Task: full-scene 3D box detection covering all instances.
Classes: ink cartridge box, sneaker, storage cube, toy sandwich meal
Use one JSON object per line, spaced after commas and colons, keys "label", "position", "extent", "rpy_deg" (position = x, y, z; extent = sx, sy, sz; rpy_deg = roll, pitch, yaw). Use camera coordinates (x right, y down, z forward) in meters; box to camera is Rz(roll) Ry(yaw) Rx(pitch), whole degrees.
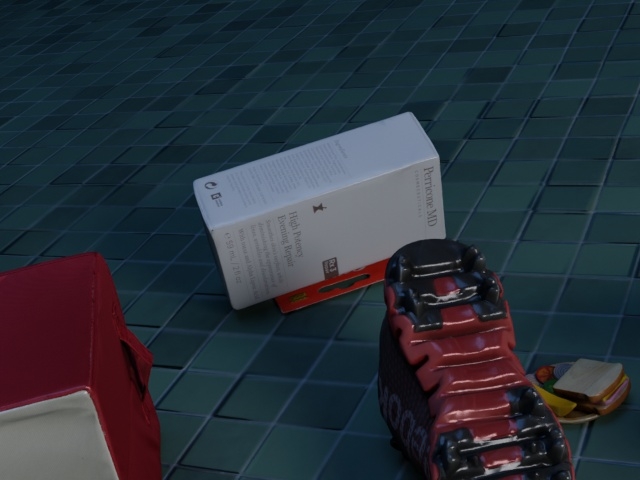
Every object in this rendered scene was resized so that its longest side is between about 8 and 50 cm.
{"label": "ink cartridge box", "position": [0.000, 0.000, 1.126], "extent": [0.145, 0.045, 0.179], "rpy_deg": [-18, 25, -9]}
{"label": "sneaker", "position": [0.104, 0.135, 0.769], "extent": [0.097, 0.135, 0.276], "rpy_deg": [-5, 49, -11]}
{"label": "storage cube", "position": [-0.226, 0.147, 0.787], "extent": [0.215, 0.184, 0.193], "rpy_deg": [-14, 28, -3]}
{"label": "toy sandwich meal", "position": [0.196, 0.112, 0.840], "extent": [0.085, 0.029, 0.085], "rpy_deg": [-10, 27, 5]}

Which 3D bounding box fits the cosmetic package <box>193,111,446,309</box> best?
{"label": "cosmetic package", "position": [0.002, -0.029, 1.057], "extent": [0.231, 0.117, 0.085], "rpy_deg": [-18, 44, -7]}
